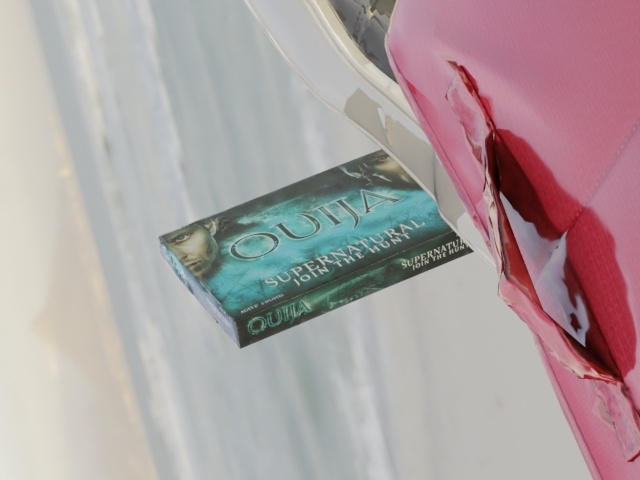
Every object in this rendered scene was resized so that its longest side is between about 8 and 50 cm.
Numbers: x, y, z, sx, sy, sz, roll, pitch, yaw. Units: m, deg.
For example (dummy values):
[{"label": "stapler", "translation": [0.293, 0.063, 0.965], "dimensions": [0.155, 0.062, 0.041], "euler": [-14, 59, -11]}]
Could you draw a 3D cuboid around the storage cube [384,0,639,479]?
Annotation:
[{"label": "storage cube", "translation": [0.147, -0.049, 0.432], "dimensions": [0.193, 0.215, 0.184], "euler": [106, 142, -68]}]

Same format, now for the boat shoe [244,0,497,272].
[{"label": "boat shoe", "translation": [0.054, -0.112, 1.067], "dimensions": [0.335, 0.095, 0.112], "euler": [49, 163, 21]}]

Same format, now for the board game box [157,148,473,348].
[{"label": "board game box", "translation": [0.000, 0.000, 1.224], "dimensions": [0.126, 0.186, 0.026], "euler": [43, 148, 50]}]
